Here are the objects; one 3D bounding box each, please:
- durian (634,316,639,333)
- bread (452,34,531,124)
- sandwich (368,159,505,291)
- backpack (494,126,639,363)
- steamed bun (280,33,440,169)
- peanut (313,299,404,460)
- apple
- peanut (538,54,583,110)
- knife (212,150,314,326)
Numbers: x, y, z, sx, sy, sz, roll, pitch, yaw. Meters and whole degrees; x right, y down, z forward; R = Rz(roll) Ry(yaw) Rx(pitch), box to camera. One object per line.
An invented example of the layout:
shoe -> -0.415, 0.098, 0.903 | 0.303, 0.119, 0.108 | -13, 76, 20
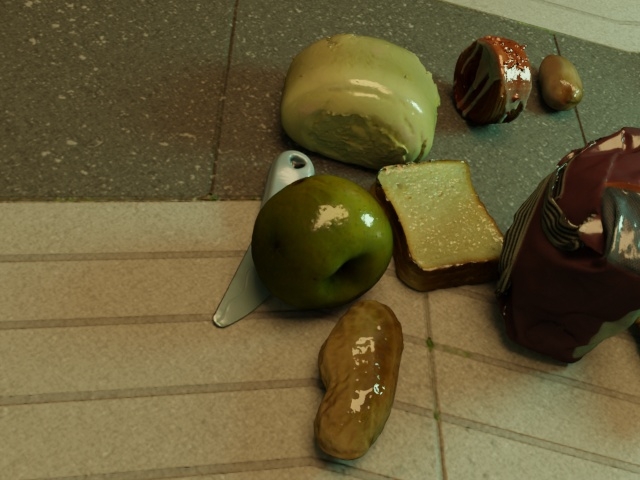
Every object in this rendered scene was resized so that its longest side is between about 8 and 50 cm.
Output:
durian -> 0.543, 0.111, 1.170 | 0.183, 0.138, 0.250 | -23, 50, 21
bread -> 0.305, -0.282, 1.449 | 0.073, 0.160, 0.160 | -3, 51, -23
sandwich -> 0.183, -0.027, 1.264 | 0.186, 0.065, 0.215 | -9, 54, -20
backpack -> 0.378, -0.022, 1.136 | 0.197, 0.283, 0.317 | 25, 57, -7
steamed bun -> 0.067, -0.250, 1.357 | 0.273, 0.166, 0.232 | 16, 50, 0
peanut -> 0.046, 0.175, 1.043 | 0.108, 0.095, 0.226 | 5, 51, 11
apple -> 0.000, 0.000, 1.117 | 0.196, 0.196, 0.157 | -20, 46, -27
peanut -> 0.458, -0.304, 1.560 | 0.076, 0.076, 0.152 | 9, 44, -6
knife -> -0.072, -0.001, 1.204 | 0.080, 0.044, 0.331 | 24, 54, -9
